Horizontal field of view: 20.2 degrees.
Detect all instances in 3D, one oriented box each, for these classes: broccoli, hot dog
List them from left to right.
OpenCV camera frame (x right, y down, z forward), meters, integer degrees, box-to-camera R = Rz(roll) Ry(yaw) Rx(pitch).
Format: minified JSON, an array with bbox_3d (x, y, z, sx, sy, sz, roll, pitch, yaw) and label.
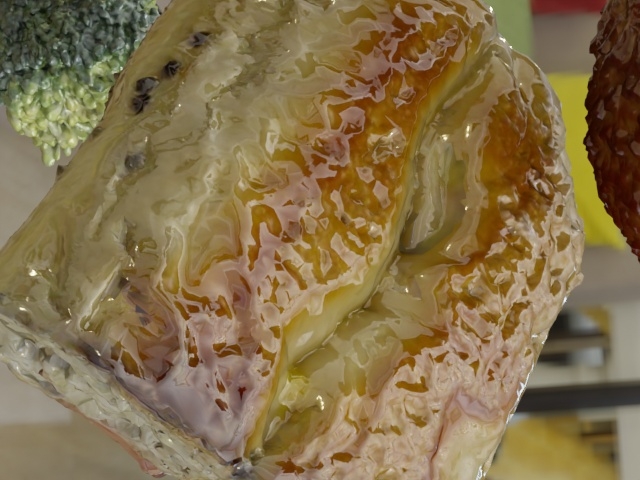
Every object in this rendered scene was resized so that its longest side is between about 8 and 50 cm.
[{"bbox_3d":[-0.205,-0.173,1.651,0.247,0.263,0.243,-67,148,-34],"label":"broccoli"},{"bbox_3d":[0.000,0.000,1.132,0.367,0.196,0.365,42,66,-28],"label":"hot dog"}]

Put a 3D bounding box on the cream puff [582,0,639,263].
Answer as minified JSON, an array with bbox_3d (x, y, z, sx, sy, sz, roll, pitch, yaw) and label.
[{"bbox_3d":[0.289,-0.113,1.031,0.229,0.350,0.350,34,46,-27],"label":"cream puff"}]
